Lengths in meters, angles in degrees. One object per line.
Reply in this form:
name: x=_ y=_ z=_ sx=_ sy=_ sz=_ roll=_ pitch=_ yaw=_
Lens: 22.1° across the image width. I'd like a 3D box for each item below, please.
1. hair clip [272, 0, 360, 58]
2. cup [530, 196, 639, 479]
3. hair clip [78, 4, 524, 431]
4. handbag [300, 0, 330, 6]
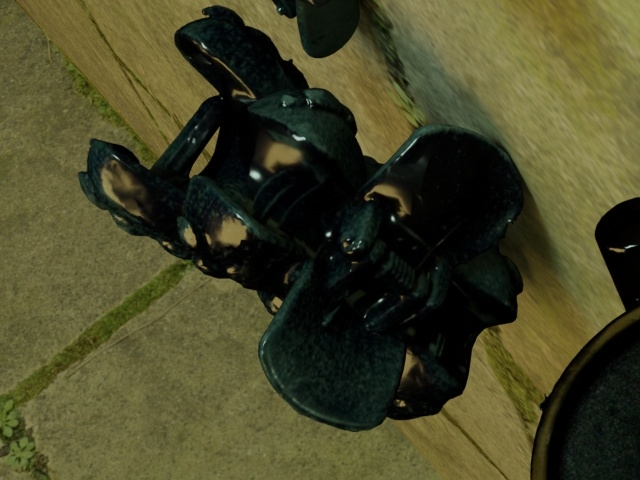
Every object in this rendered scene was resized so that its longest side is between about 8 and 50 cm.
hair clip: x=0.008 y=-0.159 z=0.897 sx=0.083 sy=0.048 sz=0.275 roll=56 pitch=171 yaw=-3
cup: x=0.202 y=0.097 z=0.743 sx=0.166 sy=0.239 sz=0.177 roll=-1 pitch=151 yaw=24
hair clip: x=0.005 y=0.003 z=1.030 sx=0.310 sy=0.194 sz=0.206 roll=37 pitch=174 yaw=-28
handbag: x=0.030 y=-0.145 z=0.671 sx=0.072 sy=0.115 sz=0.139 roll=50 pitch=-170 yaw=11
